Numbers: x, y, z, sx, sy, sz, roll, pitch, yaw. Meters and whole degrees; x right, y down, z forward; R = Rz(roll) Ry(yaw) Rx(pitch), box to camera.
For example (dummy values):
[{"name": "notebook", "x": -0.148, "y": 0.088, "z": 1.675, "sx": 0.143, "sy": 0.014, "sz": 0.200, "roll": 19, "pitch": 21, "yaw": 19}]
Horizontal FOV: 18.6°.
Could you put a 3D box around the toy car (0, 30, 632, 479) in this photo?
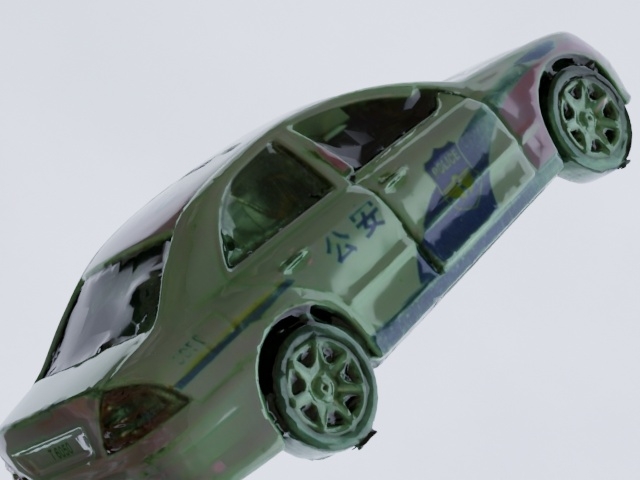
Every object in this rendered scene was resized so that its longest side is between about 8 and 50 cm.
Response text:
[{"name": "toy car", "x": 0.000, "y": 0.000, "z": 0.550, "sx": 0.076, "sy": 0.224, "sz": 0.090, "roll": 54, "pitch": -39, "yaw": -8}]
